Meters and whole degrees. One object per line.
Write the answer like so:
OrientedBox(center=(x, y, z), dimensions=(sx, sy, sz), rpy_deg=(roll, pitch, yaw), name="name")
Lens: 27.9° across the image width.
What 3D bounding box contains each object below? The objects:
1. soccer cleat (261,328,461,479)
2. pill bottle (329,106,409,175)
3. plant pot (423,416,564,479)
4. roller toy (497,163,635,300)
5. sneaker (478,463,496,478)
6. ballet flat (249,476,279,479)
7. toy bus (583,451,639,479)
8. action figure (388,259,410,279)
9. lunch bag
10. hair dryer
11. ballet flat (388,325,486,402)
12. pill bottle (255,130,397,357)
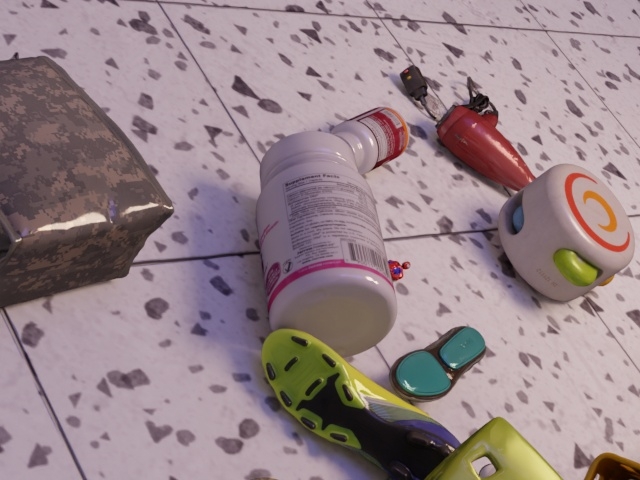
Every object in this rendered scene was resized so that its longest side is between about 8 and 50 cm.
OrientedBox(center=(0.049, 0.208, 1.563), dimensions=(0.289, 0.093, 0.121), rpy_deg=(35, 5, 4), name="soccer cleat")
OrientedBox(center=(0.064, -0.146, 1.947), dimensions=(0.086, 0.086, 0.152), rpy_deg=(46, 37, 12), name="pill bottle")
OrientedBox(center=(0.151, 0.361, 1.348), dimensions=(0.227, 0.228, 0.207), rpy_deg=(48, 44, 14), name="plant pot")
OrientedBox(center=(0.380, -0.010, 2.012), dimensions=(0.209, 0.146, 0.191), rpy_deg=(-13, 69, -50), name="roller toy")
OrientedBox(center=(0.267, 0.344, 1.578), dimensions=(0.071, 0.083, 0.191), rpy_deg=(-10, 56, -44), name="sneaker")
OrientedBox(center=(-0.077, 0.369, 1.230), dimensions=(0.123, 0.123, 0.349), rpy_deg=(26, 37, -15), name="ballet flat")
OrientedBox(center=(0.405, 0.344, 1.669), dimensions=(0.104, 0.202, 0.191), rpy_deg=(20, 32, 36), name="toy bus")
OrientedBox(center=(0.087, 0.041, 1.809), dimensions=(0.115, 0.030, 0.038), rpy_deg=(-7, 49, -47), name="action figure")
OrientedBox(center=(-0.351, -0.083, 1.454), dimensions=(0.235, 0.169, 0.287), rpy_deg=(-16, 65, -48), name="lunch bag")
OrientedBox(center=(0.279, -0.195, 2.190), dimensions=(0.223, 0.080, 0.294), rpy_deg=(3, 48, -39), name="hair dryer")
OrientedBox(center=(0.144, 0.172, 1.675), dimensions=(0.072, 0.068, 0.213), rpy_deg=(53, 38, 11), name="ballet flat")
OrientedBox(center=(0.000, 0.000, 1.666), dimensions=(0.160, 0.160, 0.283), rpy_deg=(18, 40, -25), name="pill bottle")
